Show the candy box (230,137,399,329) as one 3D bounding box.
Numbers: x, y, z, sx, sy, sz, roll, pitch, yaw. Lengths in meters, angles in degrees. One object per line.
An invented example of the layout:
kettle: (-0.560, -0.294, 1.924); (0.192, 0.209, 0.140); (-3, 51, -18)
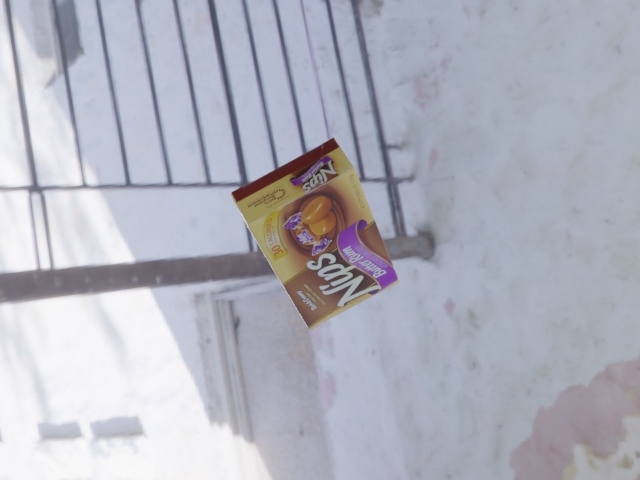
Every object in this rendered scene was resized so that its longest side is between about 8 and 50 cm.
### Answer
candy box: (0.000, 0.000, 0.806); (0.109, 0.053, 0.186); (-28, 139, -3)
